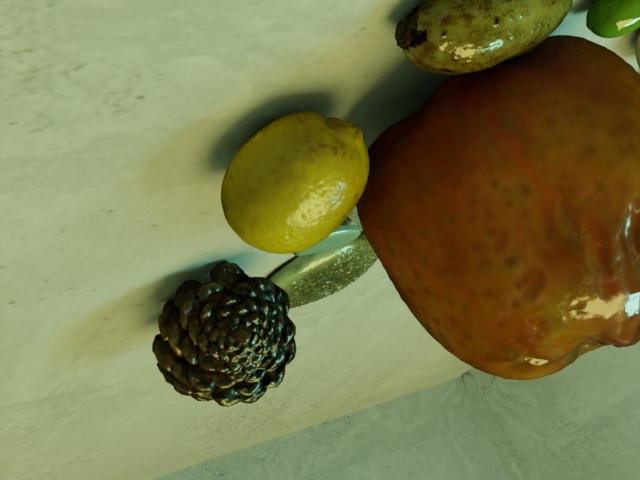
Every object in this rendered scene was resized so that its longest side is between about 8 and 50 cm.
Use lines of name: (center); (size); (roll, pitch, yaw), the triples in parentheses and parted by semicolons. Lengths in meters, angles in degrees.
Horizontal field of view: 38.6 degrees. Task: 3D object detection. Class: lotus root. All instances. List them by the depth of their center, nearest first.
lotus root: (0.208, -0.262, 1.104); (0.259, 0.097, 0.110); (-22, 158, -25)

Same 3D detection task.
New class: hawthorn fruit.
hawthorn fruit: (0.299, -0.040, 1.273); (0.472, 0.471, 0.471); (-24, 161, -9)

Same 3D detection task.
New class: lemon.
lemon: (-0.033, -0.076, 1.171); (0.170, 0.170, 0.207); (-2, 142, -52)

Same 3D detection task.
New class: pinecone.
pinecone: (-0.170, 0.169, 1.571); (0.244, 0.244, 0.309); (-14, 173, -33)

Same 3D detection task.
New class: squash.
squash: (0.461, -0.345, 1.270); (0.201, 0.066, 0.066); (-30, 161, 1)

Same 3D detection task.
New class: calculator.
calculator: (0.000, 0.000, 1.611); (0.153, 0.021, 0.095); (-13, 163, -24)

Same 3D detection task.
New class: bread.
bread: (0.002, 0.068, 1.787); (0.267, 0.040, 0.267); (-24, 162, -8)

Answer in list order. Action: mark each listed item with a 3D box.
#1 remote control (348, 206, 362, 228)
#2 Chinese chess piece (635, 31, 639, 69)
remote control: (0.080, -0.047, 1.612); (0.050, 0.027, 0.184); (-25, 158, 13)
Chinese chess piece: (0.628, -0.325, 1.440); (0.257, 0.104, 0.257); (-21, 166, -5)
